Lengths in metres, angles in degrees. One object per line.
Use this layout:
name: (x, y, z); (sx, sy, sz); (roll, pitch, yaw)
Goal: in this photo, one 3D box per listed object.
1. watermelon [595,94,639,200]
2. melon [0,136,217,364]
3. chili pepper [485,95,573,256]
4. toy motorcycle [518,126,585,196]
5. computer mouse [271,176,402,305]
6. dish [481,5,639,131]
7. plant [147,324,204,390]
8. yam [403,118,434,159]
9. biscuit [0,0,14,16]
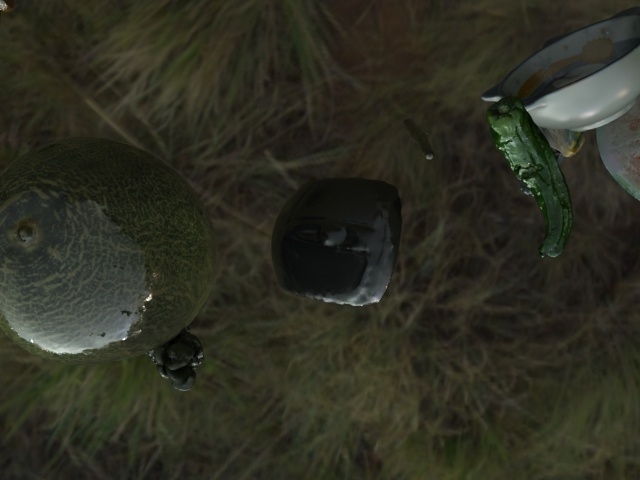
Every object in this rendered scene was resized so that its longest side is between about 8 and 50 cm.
watermelon: (0.563, -0.180, 1.691); (0.188, 0.321, 0.175); (-1, 161, 45)
melon: (-0.240, 0.015, 1.173); (0.249, 0.329, 0.248); (-1, 83, 13)
chili pepper: (0.230, -0.073, 1.159); (0.050, 0.073, 0.182); (-21, 104, 25)
toy motorcycle: (0.341, -0.174, 1.655); (0.094, 0.229, 0.130); (21, 128, -27)
computer mouse: (0.000, 0.000, 1.202); (0.086, 0.270, 0.137); (11, 86, -22)
dish: (0.325, -0.194, 1.319); (0.236, 0.228, 0.086); (-31, 109, -4)
plant: (-0.193, 0.134, 1.375); (0.087, 0.174, 0.085); (-24, 118, -14)
yam: (0.184, -0.191, 1.979); (0.029, 0.234, 0.027); (13, 109, -11)
biscuit: (-0.446, -0.363, 1.408); (0.031, 0.205, 0.138); (-14, 147, 8)
